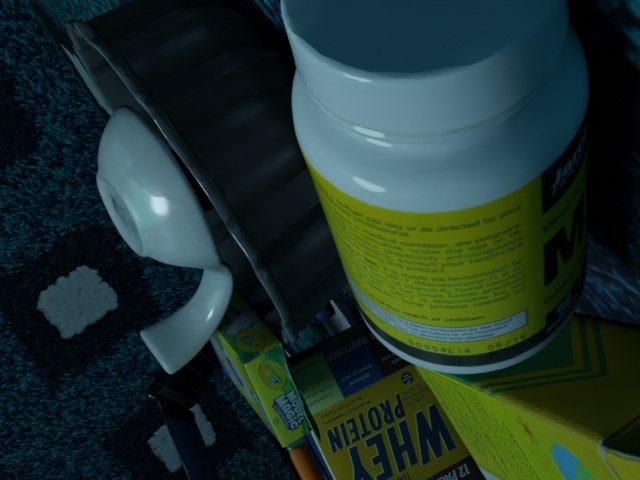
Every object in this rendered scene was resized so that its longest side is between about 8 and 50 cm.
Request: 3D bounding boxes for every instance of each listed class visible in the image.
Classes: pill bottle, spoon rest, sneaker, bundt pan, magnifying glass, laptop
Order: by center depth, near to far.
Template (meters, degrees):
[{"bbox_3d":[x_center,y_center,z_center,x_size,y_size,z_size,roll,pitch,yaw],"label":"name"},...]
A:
[{"bbox_3d":[0.054,-0.037,0.445,0.119,0.119,0.208,48,169,32],"label":"pill bottle"},{"bbox_3d":[-0.120,0.001,0.856,0.137,0.084,0.276,48,155,29],"label":"spoon rest"},{"bbox_3d":[-0.073,-0.078,0.897,0.331,0.124,0.331,52,171,12],"label":"bundt pan"},{"bbox_3d":[-0.031,0.197,1.078,0.092,0.026,0.231,77,166,-52],"label":"magnifying glass"},{"bbox_3d":[-0.077,0.224,1.374,0.236,0.408,0.382,31,169,5],"label":"laptop"},{"bbox_3d":[-0.023,0.098,1.440,0.053,0.059,0.144,57,169,0],"label":"sneaker"}]

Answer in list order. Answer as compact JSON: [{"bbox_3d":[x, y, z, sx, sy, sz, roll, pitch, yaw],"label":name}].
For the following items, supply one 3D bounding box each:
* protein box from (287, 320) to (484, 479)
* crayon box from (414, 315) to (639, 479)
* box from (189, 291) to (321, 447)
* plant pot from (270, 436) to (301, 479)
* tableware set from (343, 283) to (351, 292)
[{"bbox_3d":[0.052,0.199,1.114,0.201,0.136,0.200,63,171,2],"label":"protein box"},{"bbox_3d":[0.180,0.147,0.571,0.202,0.081,0.318,58,170,-9],"label":"crayon box"},{"bbox_3d":[-0.060,0.117,0.980,0.179,0.043,0.105,35,151,57],"label":"box"},{"bbox_3d":[0.063,0.347,1.555,0.187,0.167,0.188,48,168,34],"label":"plant pot"},{"bbox_3d":[0.000,0.000,1.116,0.141,0.020,0.169,56,171,-4],"label":"tableware set"}]
